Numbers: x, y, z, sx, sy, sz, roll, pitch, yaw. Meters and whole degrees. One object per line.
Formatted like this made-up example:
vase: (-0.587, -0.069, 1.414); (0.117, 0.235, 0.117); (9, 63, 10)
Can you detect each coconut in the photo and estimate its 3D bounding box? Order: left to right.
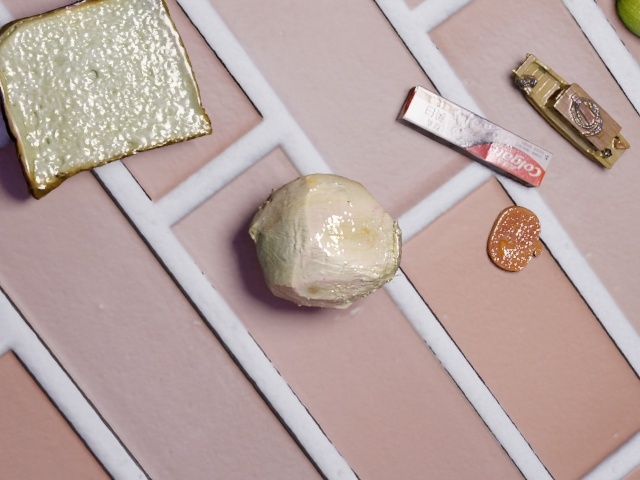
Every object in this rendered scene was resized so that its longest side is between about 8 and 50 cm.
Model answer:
coconut: (-0.001, -0.001, 1.778); (0.194, 0.194, 0.194); (0, 92, -10)

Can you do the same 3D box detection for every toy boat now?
toy boat: (0.345, -0.179, 1.879); (0.200, 0.077, 0.057); (42, 86, -9)

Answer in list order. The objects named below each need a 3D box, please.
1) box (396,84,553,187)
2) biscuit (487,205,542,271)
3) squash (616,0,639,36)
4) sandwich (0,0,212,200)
box: (0.213, -0.141, 1.876); (0.218, 0.039, 0.055); (27, 86, -10)
biscuit: (0.274, -0.001, 1.906); (0.078, 0.015, 0.091); (26, 88, -12)
squash: (0.495, -0.300, 1.899); (0.188, 0.095, 0.095); (20, 89, -7)
sandwich: (-0.292, -0.198, 1.760); (0.251, 0.087, 0.226); (-21, 97, -11)
